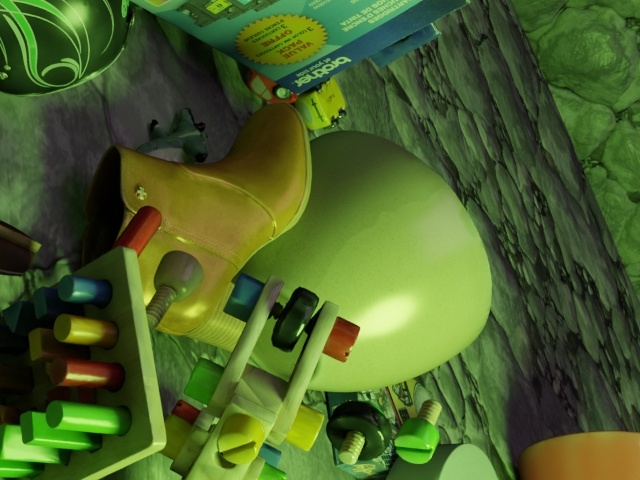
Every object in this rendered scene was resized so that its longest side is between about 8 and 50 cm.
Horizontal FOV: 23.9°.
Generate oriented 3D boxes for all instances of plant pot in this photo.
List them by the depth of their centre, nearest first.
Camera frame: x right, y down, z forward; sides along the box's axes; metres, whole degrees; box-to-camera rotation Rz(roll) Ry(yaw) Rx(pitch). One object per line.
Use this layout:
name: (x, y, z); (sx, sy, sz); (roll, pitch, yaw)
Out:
plant pot: (0.011, 0.050, 1.607); (0.191, 0.284, 0.284); (-36, 105, -38)
plant pot: (0.430, 0.437, 2.233); (0.275, 0.275, 0.243); (40, 44, -51)

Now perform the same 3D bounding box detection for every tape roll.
tape roll: (0.148, 0.351, 1.794); (0.219, 0.072, 0.219); (17, 70, -59)

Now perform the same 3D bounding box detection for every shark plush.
shark plush: (-0.151, -0.111, 1.604); (0.067, 0.073, 0.161); (30, 39, -10)

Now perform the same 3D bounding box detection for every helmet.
helmet: (-0.256, -0.227, 1.332); (0.169, 0.169, 0.161); (-86, 164, -47)

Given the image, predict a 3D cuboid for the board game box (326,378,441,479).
board game box: (0.082, 0.229, 1.860); (0.243, 0.042, 0.165); (40, 36, -52)

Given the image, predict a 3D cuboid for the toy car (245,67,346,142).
toy car: (-0.023, -0.133, 1.926); (0.239, 0.053, 0.225); (24, 49, -60)

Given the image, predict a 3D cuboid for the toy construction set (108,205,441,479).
toy construction set: (-0.106, 0.155, 1.270); (0.309, 0.257, 0.237); (49, 40, -16)

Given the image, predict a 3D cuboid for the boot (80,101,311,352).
boot: (-0.121, -0.051, 1.469); (0.211, 0.104, 0.295); (34, 56, -39)

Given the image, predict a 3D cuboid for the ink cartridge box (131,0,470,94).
ink cartridge box: (-0.018, -0.322, 1.724); (0.395, 0.270, 0.151); (22, 51, -48)

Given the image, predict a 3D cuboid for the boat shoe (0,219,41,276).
boat shoe: (-0.297, -0.002, 1.147); (0.207, 0.073, 0.073); (27, 83, -55)

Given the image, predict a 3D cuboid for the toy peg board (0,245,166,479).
toy peg board: (-0.209, 0.102, 1.144); (0.079, 0.161, 0.160); (14, 57, -47)
